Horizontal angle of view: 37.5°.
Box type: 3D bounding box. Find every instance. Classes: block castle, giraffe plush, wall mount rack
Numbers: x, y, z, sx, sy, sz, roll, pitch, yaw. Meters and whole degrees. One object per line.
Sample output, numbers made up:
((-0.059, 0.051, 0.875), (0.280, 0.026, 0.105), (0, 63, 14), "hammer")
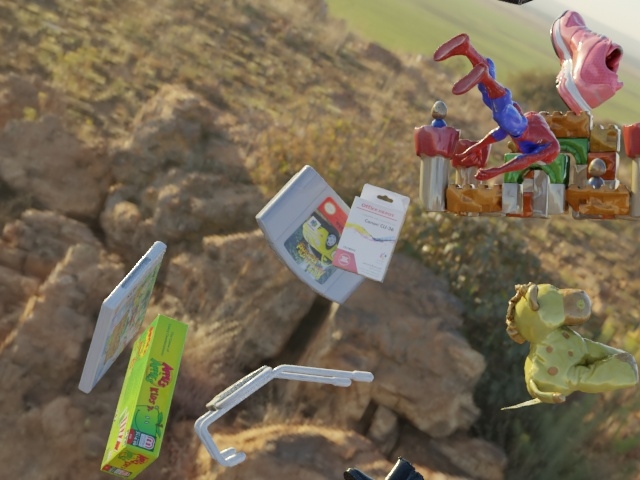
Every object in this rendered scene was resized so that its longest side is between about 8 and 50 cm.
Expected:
((0.425, -0.148, 1.737), (0.453, 0.213, 0.303), (2, 0, 26), "block castle")
((0.341, 0.140, 1.365), (0.210, 0.171, 0.181), (-9, -7, -21), "giraffe plush")
((-0.080, 0.287, 1.712), (0.130, 0.304, 0.350), (57, -14, 3), "wall mount rack")

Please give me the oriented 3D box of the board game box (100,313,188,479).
((-0.217, 0.193, 1.169), (0.043, 0.092, 0.181), (23, 51, -20), "board game box")

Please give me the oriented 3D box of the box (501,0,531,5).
((0.427, -0.642, 1.683), (0.097, 0.395, 0.318), (25, 33, 26), "box")

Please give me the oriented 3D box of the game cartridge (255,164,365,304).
((0.000, 0.000, 2.137), (0.294, 0.196, 0.060), (46, -7, -22), "game cartridge")

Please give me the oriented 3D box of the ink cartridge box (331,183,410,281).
((0.112, -0.020, 2.041), (0.115, 0.198, 0.067), (18, -4, 9), "ink cartridge box")

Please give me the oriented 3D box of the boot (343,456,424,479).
((0.108, 0.393, 1.535), (0.121, 0.045, 0.099), (47, 59, 7), "boot")

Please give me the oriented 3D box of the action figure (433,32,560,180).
((0.209, -0.139, 1.198), (0.280, 0.139, 0.092), (27, 35, -48), "action figure")

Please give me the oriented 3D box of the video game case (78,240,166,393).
((-0.335, 0.130, 1.599), (0.023, 0.212, 0.193), (27, 37, 3), "video game case")

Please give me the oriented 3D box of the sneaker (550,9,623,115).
((0.583, -0.393, 2.015), (0.116, 0.136, 0.314), (40, 40, -34), "sneaker")
